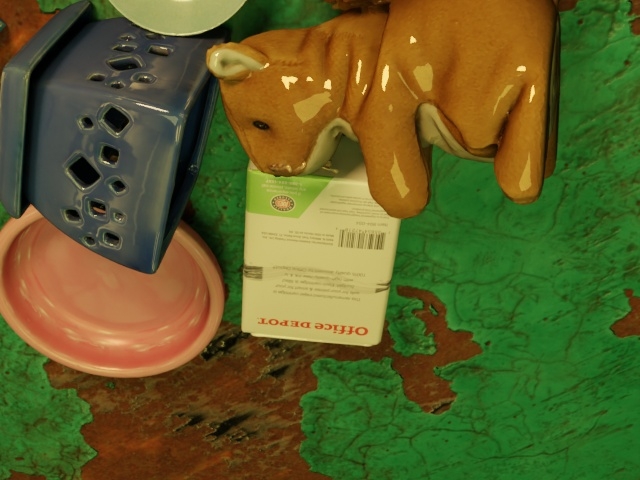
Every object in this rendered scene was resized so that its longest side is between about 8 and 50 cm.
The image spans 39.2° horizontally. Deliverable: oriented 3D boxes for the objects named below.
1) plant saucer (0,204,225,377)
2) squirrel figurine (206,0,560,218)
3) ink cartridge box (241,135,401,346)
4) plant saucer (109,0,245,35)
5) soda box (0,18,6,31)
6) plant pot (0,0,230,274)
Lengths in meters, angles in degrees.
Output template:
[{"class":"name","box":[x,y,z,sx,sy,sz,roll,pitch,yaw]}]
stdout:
[{"class":"plant saucer","box":[-0.299,0.055,1.290,0.332,0.084,0.332,2,127,3]},{"class":"squirrel figurine","box":[0.069,-0.226,0.984,0.370,0.281,0.397,4,108,17]},{"class":"ink cartridge box","box":[0.000,0.000,1.212,0.198,0.115,0.273,6,127,-1]},{"class":"plant saucer","box":[-0.160,-0.329,1.002,0.195,0.037,0.195,0,110,1]},{"class":"soda box","box":[-0.487,-0.216,1.102,0.210,0.071,0.067,-31,119,23]},{"class":"plant pot","box":[-0.247,-0.136,1.057,0.212,0.236,0.236,17,127,-2]}]
